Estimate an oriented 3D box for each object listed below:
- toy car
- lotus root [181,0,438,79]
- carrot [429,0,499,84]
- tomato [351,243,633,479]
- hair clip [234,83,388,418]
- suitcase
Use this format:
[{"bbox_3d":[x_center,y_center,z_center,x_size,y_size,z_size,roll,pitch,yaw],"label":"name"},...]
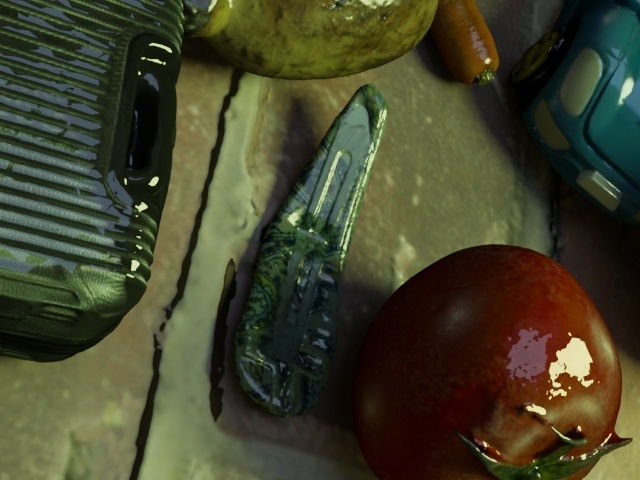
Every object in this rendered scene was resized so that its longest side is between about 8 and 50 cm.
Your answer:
[{"bbox_3d":[0.290,-0.155,0.731,0.198,0.166,0.314,39,57,-9],"label":"toy car"},{"bbox_3d":[-0.014,-0.169,0.572,0.214,0.138,0.138,-18,81,-34],"label":"lotus root"},{"bbox_3d":[0.078,-0.230,0.703,0.043,0.043,0.248,-16,78,-35],"label":"carrot"},{"bbox_3d":[0.095,0.081,0.529,0.167,0.167,0.167,12,65,-27],"label":"tomato"},{"bbox_3d":[-0.001,0.001,0.565,0.066,0.036,0.229,25,66,-16],"label":"hair clip"},{"bbox_3d":[-0.220,-0.067,0.401,0.312,0.128,0.202,15,64,-26],"label":"suitcase"}]
